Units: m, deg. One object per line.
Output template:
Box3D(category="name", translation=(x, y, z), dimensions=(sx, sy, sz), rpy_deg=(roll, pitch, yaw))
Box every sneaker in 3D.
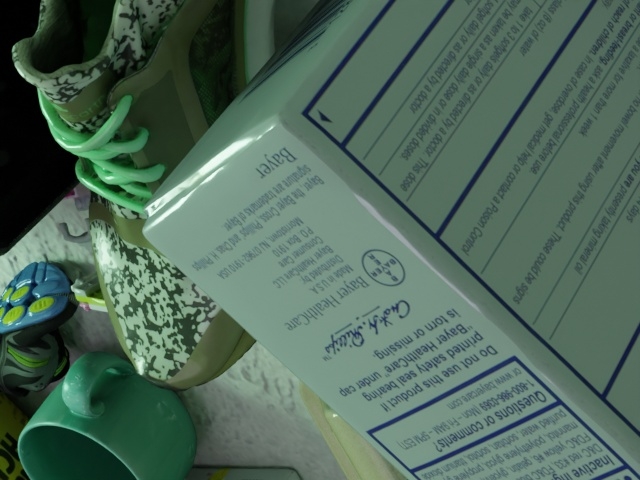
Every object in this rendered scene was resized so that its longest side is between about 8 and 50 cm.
Box3D(category="sneaker", translation=(-0.115, -0.090, 1.045), dimensions=(0.158, 0.182, 0.410), rpy_deg=(17, 118, 32))
Box3D(category="sneaker", translation=(-0.230, 0.076, 1.479), dimensions=(0.078, 0.067, 0.188), rpy_deg=(29, 145, -13))

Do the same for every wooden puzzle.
Box3D(category="wooden puzzle", translation=(0.062, 0.191, 1.277), dimensions=(0.221, 0.044, 0.238), rpy_deg=(60, 175, -6))

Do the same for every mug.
Box3D(category="mug", translation=(-0.159, 0.154, 1.471), dimensions=(0.129, 0.097, 0.158), rpy_deg=(39, 141, -3))

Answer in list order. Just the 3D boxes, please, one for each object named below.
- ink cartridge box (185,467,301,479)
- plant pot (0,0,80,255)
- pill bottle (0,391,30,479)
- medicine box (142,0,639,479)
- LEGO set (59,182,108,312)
Box3D(category="ink cartridge box", translation=(-0.086, 0.275, 1.518), dimensions=(0.176, 0.127, 0.128), rpy_deg=(-6, 125, 39))
Box3D(category="plant pot", translation=(-0.229, -0.136, 1.166), dimensions=(0.167, 0.188, 0.187), rpy_deg=(20, 140, 29))
Box3D(category="pill bottle", translation=(-0.299, 0.240, 1.591), dimensions=(0.334, 0.188, 0.188), rpy_deg=(46, 141, -14))
Box3D(category="medicine box", translation=(0.104, -0.017, 0.967), dimensions=(0.289, 0.263, 0.149), rpy_deg=(44, 142, -10))
Box3D(category="LEGO set", translation=(-0.085, -0.019, 1.209), dimensions=(0.287, 0.107, 0.132), rpy_deg=(-21, 99, 47))
